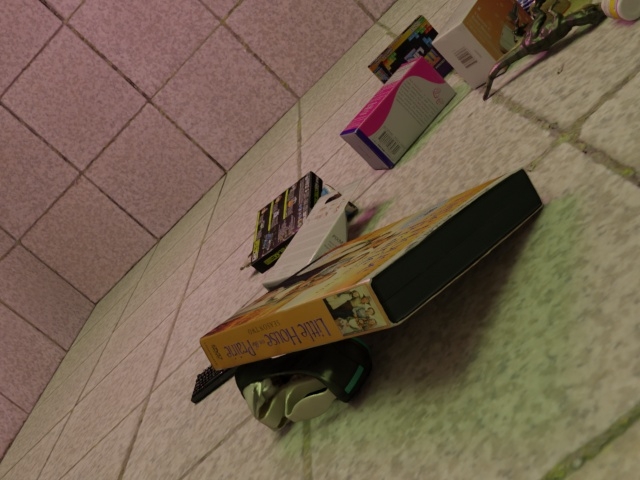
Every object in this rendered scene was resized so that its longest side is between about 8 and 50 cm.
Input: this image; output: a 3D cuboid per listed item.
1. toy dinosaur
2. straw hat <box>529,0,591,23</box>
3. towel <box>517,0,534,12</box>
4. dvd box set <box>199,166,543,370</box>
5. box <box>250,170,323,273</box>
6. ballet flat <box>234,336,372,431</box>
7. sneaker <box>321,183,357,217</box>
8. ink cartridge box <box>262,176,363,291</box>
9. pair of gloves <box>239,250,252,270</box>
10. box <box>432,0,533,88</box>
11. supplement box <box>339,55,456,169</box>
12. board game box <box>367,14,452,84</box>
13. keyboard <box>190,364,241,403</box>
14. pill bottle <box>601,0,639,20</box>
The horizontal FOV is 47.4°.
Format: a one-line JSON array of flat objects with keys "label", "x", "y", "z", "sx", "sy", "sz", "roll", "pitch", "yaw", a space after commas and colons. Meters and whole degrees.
[{"label": "toy dinosaur", "x": 0.377, "y": -0.365, "z": 1.283, "sx": 0.268, "sy": 0.064, "sz": 0.118, "roll": -33, "pitch": 43, "yaw": 45}, {"label": "straw hat", "x": 0.423, "y": -0.428, "z": 1.345, "sx": 0.144, "sy": 0.061, "sz": 0.144, "roll": -43, "pitch": 16, "yaw": 16}, {"label": "towel", "x": 0.477, "y": -0.553, "z": 1.584, "sx": 0.243, "sy": 0.040, "sz": 0.336, "roll": -52, "pitch": 18, "yaw": -28}, {"label": "dvd box set", "x": 0.049, "y": 0.049, "z": 0.971, "sx": 0.308, "sy": 0.062, "sz": 0.420, "roll": -33, "pitch": 5, "yaw": -35}, {"label": "box", "x": -0.075, "y": -0.042, "z": 1.631, "sx": 0.184, "sy": 0.045, "sz": 0.190, "roll": -38, "pitch": 31, "yaw": 29}, {"label": "ballet flat", "x": -0.045, "y": 0.198, "z": 0.980, "sx": 0.280, "sy": 0.095, "sz": 0.096, "roll": -29, "pitch": 32, "yaw": 48}, {"label": "sneaker", "x": 0.020, "y": -0.069, "z": 1.524, "sx": 0.073, "sy": 0.063, "sz": 0.162, "roll": -51, "pitch": 14, "yaw": 3}, {"label": "ink cartridge box", "x": 0.000, "y": 0.000, "z": 1.403, "sx": 0.232, "sy": 0.066, "sz": 0.189, "roll": -53, "pitch": 16, "yaw": -25}, {"label": "pair of gloves", "x": -0.085, "y": -0.028, "z": 1.737, "sx": 0.240, "sy": 0.042, "sz": 0.204, "roll": -32, "pitch": 21, "yaw": 40}, {"label": "box", "x": 0.323, "y": -0.411, "z": 1.440, "sx": 0.091, "sy": 0.130, "sz": 0.170, "roll": -24, "pitch": 27, "yaw": 56}, {"label": "supplement box", "x": 0.163, "y": -0.268, "z": 1.544, "sx": 0.220, "sy": 0.111, "sz": 0.114, "roll": -48, "pitch": 15, "yaw": -8}, {"label": "board game box", "x": 0.219, "y": -0.415, "z": 1.704, "sx": 0.170, "sy": 0.141, "sz": 0.048, "roll": -44, "pitch": 14, "yaw": 11}, {"label": "keyboard", "x": -0.177, "y": 0.228, "z": 1.378, "sx": 0.180, "sy": 0.023, "sz": 0.108, "roll": -38, "pitch": 17, "yaw": 25}, {"label": "pill bottle", "x": 0.459, "y": -0.360, "z": 1.111, "sx": 0.043, "sy": 0.043, "sz": 0.083, "roll": -43, "pitch": 16, "yaw": 13}]
